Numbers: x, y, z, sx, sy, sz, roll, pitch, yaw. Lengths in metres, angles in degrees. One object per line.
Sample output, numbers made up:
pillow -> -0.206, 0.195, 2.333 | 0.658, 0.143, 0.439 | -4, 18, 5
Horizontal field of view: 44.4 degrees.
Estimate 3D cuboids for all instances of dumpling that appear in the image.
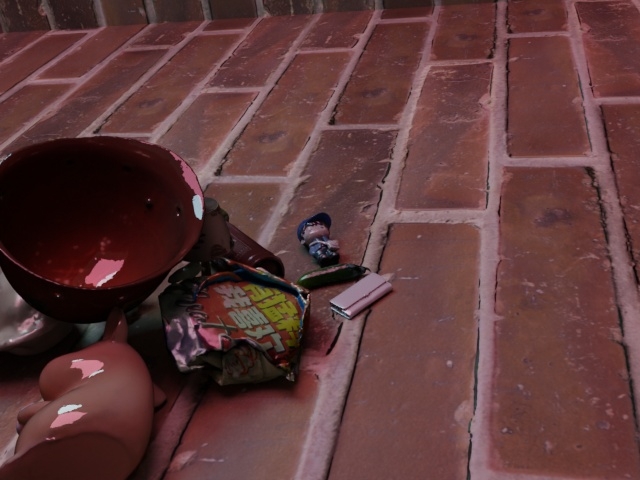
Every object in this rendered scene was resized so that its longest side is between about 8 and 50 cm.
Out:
dumpling -> -0.574, 0.154, 1.493 | 0.175, 0.243, 0.227 | 37, 63, -2

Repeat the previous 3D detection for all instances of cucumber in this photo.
cucumber -> 0.025, 0.067, 1.579 | 0.155, 0.037, 0.037 | -12, 31, -7

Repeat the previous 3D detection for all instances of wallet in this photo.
wallet -> 0.078, 0.106, 1.514 | 0.122, 0.025, 0.061 | -31, 44, -33

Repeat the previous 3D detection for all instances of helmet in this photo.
helmet -> -0.401, 0.006, 1.378 | 0.337, 0.230, 0.385 | 35, 41, 8

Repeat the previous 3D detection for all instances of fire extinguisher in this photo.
fire extinguisher -> -0.180, 0.020, 1.640 | 0.104, 0.105, 0.269 | -25, 35, -26

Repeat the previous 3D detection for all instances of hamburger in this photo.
hamburger -> -0.153, 0.159, 1.391 | 0.275, 0.150, 0.261 | 5, 47, -12

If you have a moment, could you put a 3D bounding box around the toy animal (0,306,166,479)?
toy animal -> -0.358, 0.273, 1.205 | 0.212, 0.195, 0.256 | -18, 34, -1

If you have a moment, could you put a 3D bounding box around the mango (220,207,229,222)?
mango -> -0.301, -0.036, 1.778 | 0.194, 0.092, 0.130 | -11, 28, -23

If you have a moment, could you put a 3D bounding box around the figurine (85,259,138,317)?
figurine -> -0.434, 0.022, 1.624 | 0.173, 0.177, 0.247 | -44, 32, -19

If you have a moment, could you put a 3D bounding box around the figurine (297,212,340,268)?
figurine -> 0.000, 0.007, 1.669 | 0.077, 0.079, 0.136 | -13, 55, -15

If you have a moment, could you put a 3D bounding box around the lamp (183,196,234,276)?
lamp -> -0.226, 0.028, 1.520 | 0.121, 0.215, 0.121 | 0, 27, 0
